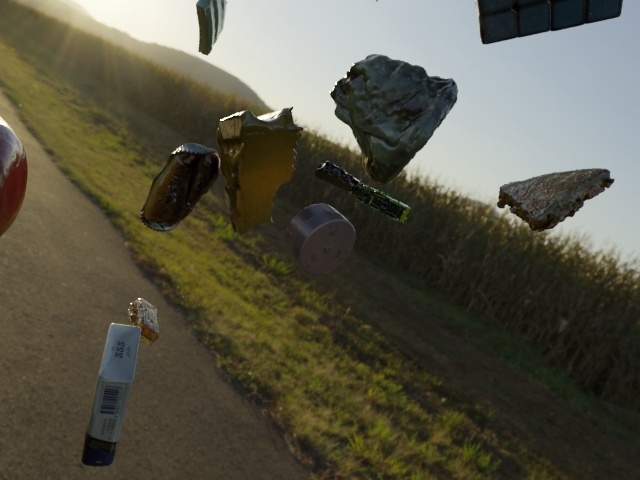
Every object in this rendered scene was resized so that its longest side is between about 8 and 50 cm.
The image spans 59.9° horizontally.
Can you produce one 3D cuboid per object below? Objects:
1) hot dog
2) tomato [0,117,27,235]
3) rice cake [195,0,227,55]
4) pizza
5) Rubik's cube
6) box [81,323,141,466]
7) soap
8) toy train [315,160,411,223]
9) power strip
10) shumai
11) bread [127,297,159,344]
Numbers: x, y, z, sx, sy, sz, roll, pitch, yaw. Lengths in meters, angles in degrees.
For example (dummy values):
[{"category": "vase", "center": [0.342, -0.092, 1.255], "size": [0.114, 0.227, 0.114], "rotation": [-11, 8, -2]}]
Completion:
[{"category": "hot dog", "center": [-0.367, -0.135, 1.460], "size": [0.163, 0.270, 0.082], "rotation": [9, 33, -53]}, {"category": "tomato", "center": [-0.741, -0.135, 1.090], "size": [0.293, 0.289, 0.325], "rotation": [15, 24, -26]}, {"category": "rice cake", "center": [-0.301, -0.623, 1.541], "size": [0.043, 0.127, 0.237], "rotation": [25, -14, -5]}, {"category": "pizza", "center": [0.368, -0.056, 0.897], "size": [0.188, 0.062, 0.199], "rotation": [-10, 19, 36]}, {"category": "Rubik's cube", "center": [0.534, -0.741, 1.363], "size": [0.337, 0.343, 0.344], "rotation": [-8, -42, 16]}, {"category": "box", "center": [-0.440, 0.325, 1.170], "size": [0.071, 0.259, 0.168], "rotation": [13, 28, -19]}, {"category": "soap", "center": [-0.140, -0.149, 1.316], "size": [0.169, 0.304, 0.339], "rotation": [-13, 12, -16]}, {"category": "toy train", "center": [0.099, -0.120, 1.346], "size": [0.250, 0.053, 0.085], "rotation": [33, 11, 21]}, {"category": "power strip", "center": [0.000, 0.000, 1.236], "size": [0.154, 0.154, 0.078], "rotation": [19, 17, -45]}, {"category": "shumai", "center": [0.145, -0.312, 1.329], "size": [0.263, 0.309, 0.304], "rotation": [39, 24, 0]}, {"category": "bread", "center": [-0.437, 0.200, 1.375], "size": [0.074, 0.053, 0.132], "rotation": [46, 3, -35]}]
